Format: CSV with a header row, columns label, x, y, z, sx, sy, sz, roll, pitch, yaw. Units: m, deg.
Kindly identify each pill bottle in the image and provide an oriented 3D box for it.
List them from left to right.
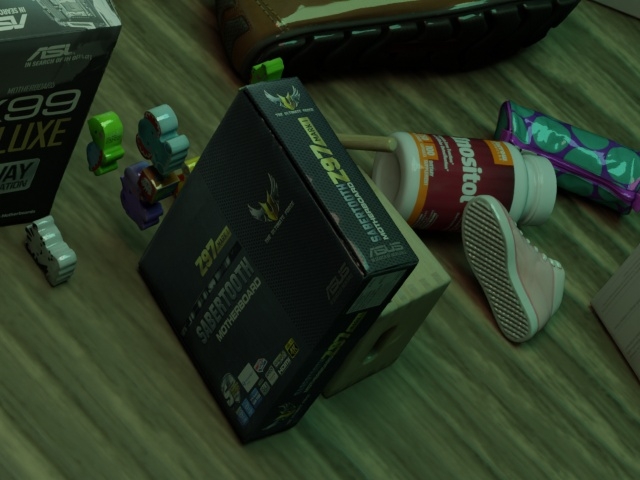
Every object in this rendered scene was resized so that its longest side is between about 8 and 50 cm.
label,x,y,z,sx,sy,sz,roll,pitch,yaw
pill bottle,0.129,-0.050,1.683,0.152,0.086,0.086,3,54,-23

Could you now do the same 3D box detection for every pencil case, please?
label,x,y,z,sx,sy,sz,roll,pitch,yaw
pencil case,0.231,-0.076,1.764,0.152,0.064,0.070,20,26,-8

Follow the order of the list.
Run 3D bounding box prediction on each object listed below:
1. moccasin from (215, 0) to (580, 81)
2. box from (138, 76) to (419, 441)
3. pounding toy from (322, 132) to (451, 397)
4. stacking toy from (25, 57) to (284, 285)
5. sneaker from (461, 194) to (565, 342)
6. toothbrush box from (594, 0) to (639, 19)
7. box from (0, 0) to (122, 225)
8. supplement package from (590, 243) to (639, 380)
label,x,y,z,sx,sy,sz,roll,pitch,yaw
moccasin,0.077,-0.236,1.783,0.380,0.139,0.147,-10,68,-20
box,-0.040,0.017,1.455,0.059,0.232,0.183,-13,61,-39
pounding toy,0.000,-0.010,1.529,0.094,0.181,0.206,-25,68,-36
stacking toy,-0.133,-0.061,1.486,0.167,0.221,0.052,-24,70,-32
sneaker,0.171,0.016,1.655,0.070,0.051,0.134,-29,102,-43
toothbrush box,0.306,-0.360,1.918,0.295,0.216,0.126,20,49,-8
box,-0.324,-0.091,1.402,0.307,0.242,0.076,-11,60,-32
supplement package,0.342,0.087,1.663,0.105,0.105,0.179,-13,62,-35
